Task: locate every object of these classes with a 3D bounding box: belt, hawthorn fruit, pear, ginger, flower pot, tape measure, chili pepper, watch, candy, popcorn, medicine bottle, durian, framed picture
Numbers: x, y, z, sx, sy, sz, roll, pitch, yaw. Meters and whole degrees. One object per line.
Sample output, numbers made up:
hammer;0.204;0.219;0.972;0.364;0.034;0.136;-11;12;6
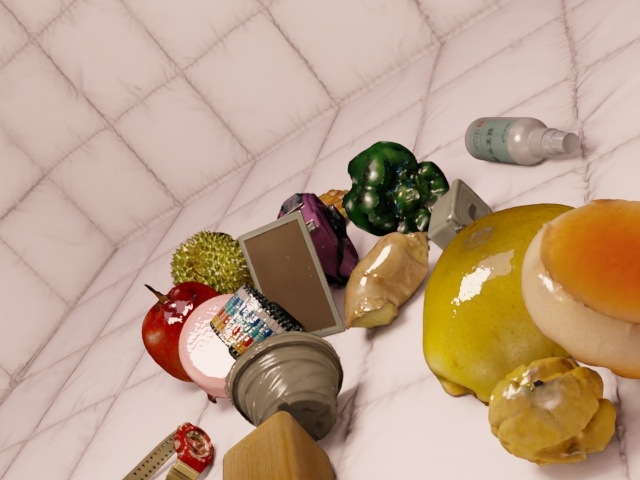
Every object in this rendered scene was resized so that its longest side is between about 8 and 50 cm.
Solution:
belt;-0.106;0.219;1.678;0.150;0.257;0.207;-49;1;-1
hawthorn fruit;-0.355;0.213;2.043;0.254;0.300;0.254;-37;20;16
pear;0.305;0.070;1.345;0.386;0.191;0.340;-49;21;-24
ginger;0.140;0.088;1.690;0.152;0.138;0.267;17;72;53
flower pot;-0.055;0.299;1.479;0.235;0.235;0.141;-36;34;10
tape measure;0.000;0.000;1.986;0.149;0.231;0.245;-36;38;11
chili pepper;0.169;-0.112;1.923;0.233;0.248;0.256;-55;12;-6
watch;-0.350;0.514;1.732;0.268;0.102;0.165;-44;20;12
candy;-0.213;0.253;1.853;0.255;0.094;0.256;-5;60;8
popcorn;0.315;0.232;1.074;0.167;0.152;0.149;-2;67;26
medicine bottle;0.465;-0.229;1.813;0.110;0.110;0.352;-43;20;-9
durian;-0.300;0.087;2.254;0.291;0.291;0.225;11;92;65
framed picture;-0.070;0.096;1.857;0.232;0.296;0.019;-20;0;42

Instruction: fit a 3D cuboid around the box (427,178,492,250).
box;0.299;-0.037;1.701;0.093;0.124;0.172;-40;16;33

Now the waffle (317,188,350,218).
waffle;-0.023;-0.046;2.351;0.325;0.068;0.302;-44;20;-6

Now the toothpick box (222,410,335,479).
toothpick box;-0.062;0.429;1.265;0.187;0.190;0.308;-40;16;4

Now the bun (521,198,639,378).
bun;0.428;0.079;1.108;0.298;0.165;0.299;-1;39;1
